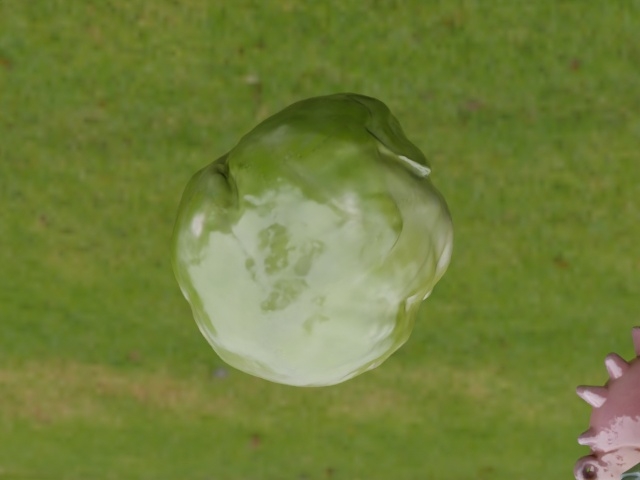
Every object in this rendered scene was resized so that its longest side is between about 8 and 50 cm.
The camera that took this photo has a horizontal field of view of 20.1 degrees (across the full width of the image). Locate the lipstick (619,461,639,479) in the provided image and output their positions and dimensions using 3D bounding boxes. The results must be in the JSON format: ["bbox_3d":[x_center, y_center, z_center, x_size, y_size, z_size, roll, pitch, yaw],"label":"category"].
[{"bbox_3d":[0.198,0.169,1.177,0.107,0.025,0.025,-28,-178,-28],"label":"lipstick"}]

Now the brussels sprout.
[{"bbox_3d":[-0.010,0.006,1.755,0.242,0.274,0.317,39,166,29],"label":"brussels sprout"}]

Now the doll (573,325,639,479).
[{"bbox_3d":[0.387,0.197,2.014,0.211,0.262,0.093,57,160,-15],"label":"doll"}]
